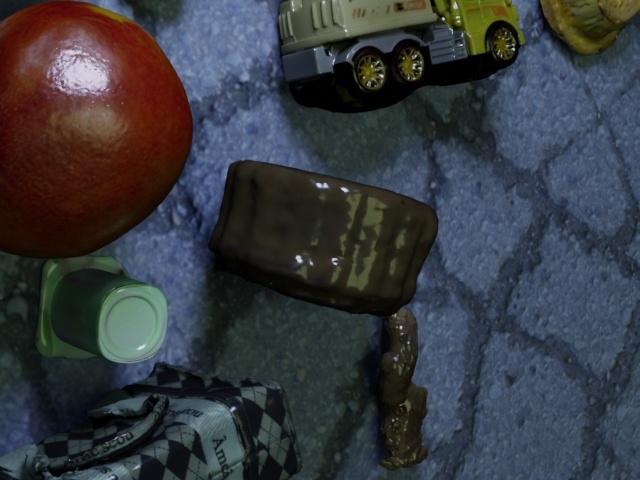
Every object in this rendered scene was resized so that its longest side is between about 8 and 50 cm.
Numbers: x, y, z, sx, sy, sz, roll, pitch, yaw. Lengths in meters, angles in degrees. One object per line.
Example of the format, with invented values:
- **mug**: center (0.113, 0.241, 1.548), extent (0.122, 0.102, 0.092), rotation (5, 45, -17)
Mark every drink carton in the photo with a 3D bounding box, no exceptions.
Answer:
- **drink carton**: center (-0.286, 0.101, 1.597), extent (0.144, 0.142, 0.146), rotation (2, 95, -41)

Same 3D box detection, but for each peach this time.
- **peach**: center (-0.323, -0.123, 1.431), extent (0.332, 0.308, 0.308), rotation (-38, 120, -23)

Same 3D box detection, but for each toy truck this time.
- **toy truck**: center (0.120, -0.343, 1.838), extent (0.405, 0.180, 0.254), rotation (-16, 101, -34)

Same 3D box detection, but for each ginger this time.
- **ginger**: center (0.143, 0.254, 2.023), extent (0.122, 0.084, 0.290), rotation (-13, 106, -31)

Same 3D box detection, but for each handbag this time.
- **handbag**: center (-0.281, 0.293, 1.536), extent (0.416, 0.316, 0.180), rotation (-23, 111, -40)

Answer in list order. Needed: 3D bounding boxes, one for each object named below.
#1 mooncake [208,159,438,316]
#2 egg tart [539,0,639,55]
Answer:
- **mooncake**: center (0.001, -0.001, 1.709), extent (0.324, 0.324, 0.187), rotation (15, 89, -41)
- **egg tart**: center (0.516, -0.480, 2.190), extent (0.288, 0.118, 0.288), rotation (-13, 109, -42)
